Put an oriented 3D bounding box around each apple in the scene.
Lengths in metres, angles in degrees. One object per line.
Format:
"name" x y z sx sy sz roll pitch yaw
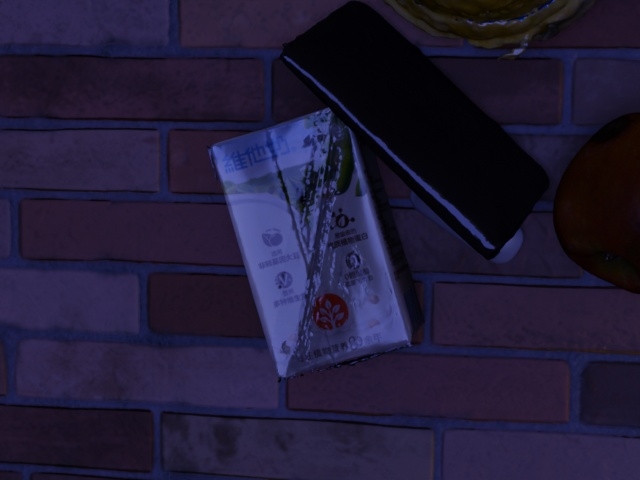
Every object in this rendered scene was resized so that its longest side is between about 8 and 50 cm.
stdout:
"apple" 0.406 -0.049 1.692 0.229 0.230 0.230 1 97 10

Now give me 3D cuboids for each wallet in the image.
"wallet" 0.124 -0.151 1.742 0.377 0.197 0.051 44 135 1

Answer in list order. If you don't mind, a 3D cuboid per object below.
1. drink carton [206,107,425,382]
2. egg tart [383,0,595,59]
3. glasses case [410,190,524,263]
"drink carton" 0.000 0.001 1.806 0.194 0.132 0.325 -16 92 12
"egg tart" 0.194 -0.406 1.661 0.387 0.169 0.388 8 115 18
"glasses case" 0.193 -0.032 1.812 0.164 0.041 0.063 34 100 5
